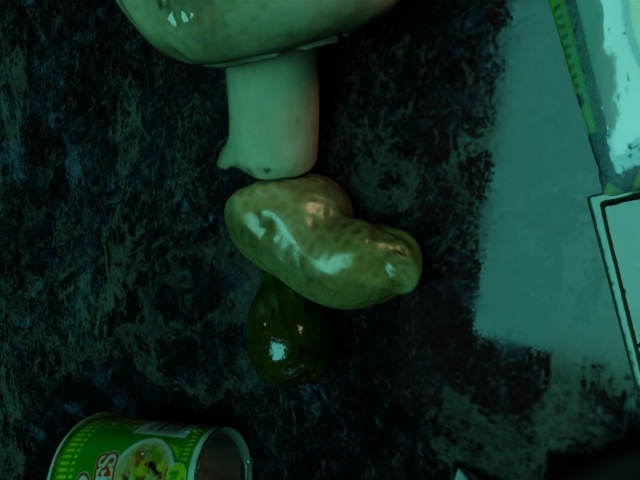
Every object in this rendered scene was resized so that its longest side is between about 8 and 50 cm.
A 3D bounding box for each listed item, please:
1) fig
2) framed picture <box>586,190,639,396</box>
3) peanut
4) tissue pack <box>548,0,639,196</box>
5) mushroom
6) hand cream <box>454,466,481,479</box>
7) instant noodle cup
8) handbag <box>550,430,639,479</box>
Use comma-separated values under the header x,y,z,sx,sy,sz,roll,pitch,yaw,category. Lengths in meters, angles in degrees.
x,y,z,sx,sy,sz,roll,pitch,yaw,category
-0.042,0.091,0.750,0.117,0.117,0.178,-24,66,31,fig
0.402,0.026,0.516,0.281,0.019,0.209,-13,89,32,framed picture
0.000,0.000,0.701,0.253,0.122,0.137,34,96,21,peanut
0.351,-0.187,0.448,0.310,0.128,0.228,-16,91,37,tissue pack
-0.059,-0.242,0.642,0.314,0.314,0.336,20,127,28,mushroom
0.153,0.391,0.692,0.079,0.048,0.256,-142,60,-60,hand cream
-0.228,0.341,0.851,0.232,0.207,0.207,-12,89,23,instant noodle cup
0.326,0.341,0.552,0.285,0.113,0.257,53,126,15,handbag
